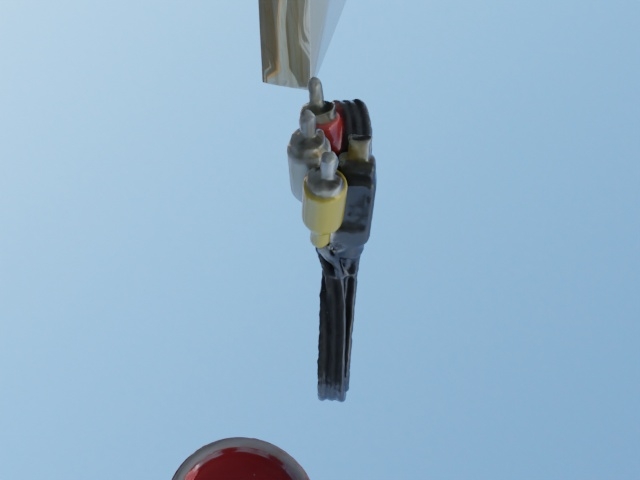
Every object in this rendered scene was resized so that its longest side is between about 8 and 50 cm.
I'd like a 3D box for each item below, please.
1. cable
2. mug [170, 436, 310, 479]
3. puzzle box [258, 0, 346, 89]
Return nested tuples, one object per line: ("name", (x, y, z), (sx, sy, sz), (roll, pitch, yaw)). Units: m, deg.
("cable", (0.000, 0.000, 1.051), (0.072, 0.287, 0.139), (2, -139, -6))
("mug", (-0.041, 0.191, 0.837), (0.150, 0.169, 0.113), (-12, -115, -15))
("puzzle box", (-0.002, -0.375, 1.155), (0.052, 0.408, 0.272), (10, -134, 10))
